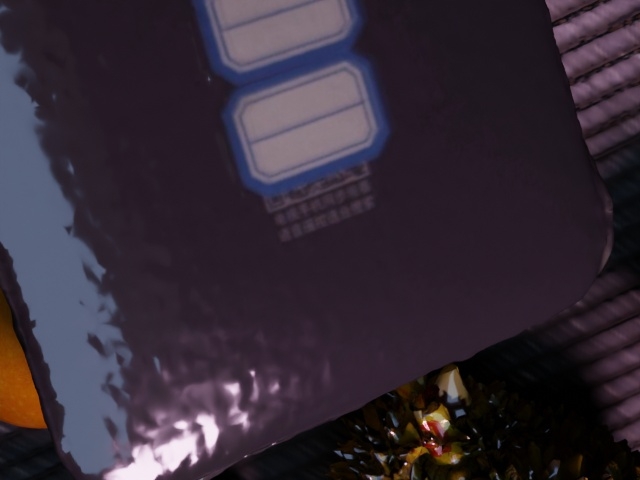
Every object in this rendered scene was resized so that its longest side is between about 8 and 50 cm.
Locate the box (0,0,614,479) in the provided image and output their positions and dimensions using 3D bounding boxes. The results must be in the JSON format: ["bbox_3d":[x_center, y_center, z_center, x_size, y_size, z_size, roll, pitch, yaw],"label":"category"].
[{"bbox_3d":[-0.027,-0.070,0.901,0.359,0.091,0.350,-24,105,-18],"label":"box"}]

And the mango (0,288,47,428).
[{"bbox_3d":[-0.169,0.001,0.966,0.113,0.138,0.253,-1,115,-4],"label":"mango"}]

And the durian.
[{"bbox_3d":[0.124,0.220,1.068,0.293,0.258,0.258,32,108,-4],"label":"durian"}]
